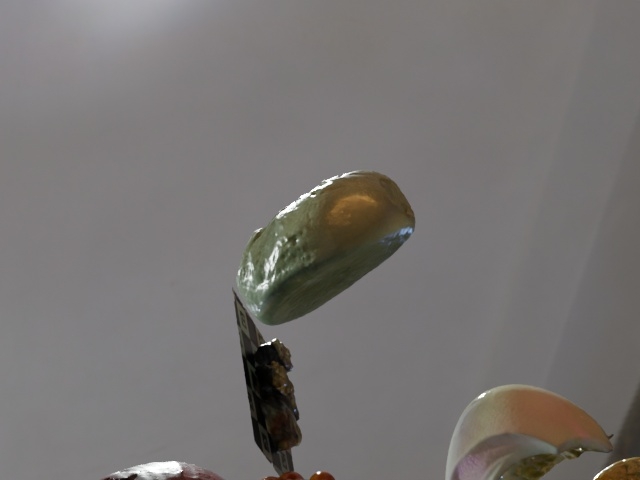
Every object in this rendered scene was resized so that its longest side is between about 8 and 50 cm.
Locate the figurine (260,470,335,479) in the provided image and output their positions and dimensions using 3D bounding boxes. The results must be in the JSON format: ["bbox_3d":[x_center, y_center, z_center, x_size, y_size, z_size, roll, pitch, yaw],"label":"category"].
[{"bbox_3d":[0.025,0.367,1.170,0.224,0.382,0.205,16,-89,-22],"label":"figurine"}]

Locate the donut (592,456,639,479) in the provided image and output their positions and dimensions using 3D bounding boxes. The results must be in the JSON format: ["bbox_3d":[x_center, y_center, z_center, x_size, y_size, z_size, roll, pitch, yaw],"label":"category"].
[{"bbox_3d":[0.446,0.366,1.656,0.162,0.178,0.065,-33,-67,-20],"label":"donut"}]

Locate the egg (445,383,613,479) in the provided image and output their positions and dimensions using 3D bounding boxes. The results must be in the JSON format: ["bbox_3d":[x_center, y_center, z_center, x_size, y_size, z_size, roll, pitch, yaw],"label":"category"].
[{"bbox_3d":[0.261,0.302,1.696,0.271,0.206,0.162,-43,-80,13],"label":"egg"}]

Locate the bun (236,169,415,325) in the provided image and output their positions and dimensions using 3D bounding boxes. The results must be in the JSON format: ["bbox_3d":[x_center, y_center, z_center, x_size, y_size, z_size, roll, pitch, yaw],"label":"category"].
[{"bbox_3d":[0.002,-0.002,1.315,0.221,0.108,0.221,-31,-10,-6],"label":"bun"}]

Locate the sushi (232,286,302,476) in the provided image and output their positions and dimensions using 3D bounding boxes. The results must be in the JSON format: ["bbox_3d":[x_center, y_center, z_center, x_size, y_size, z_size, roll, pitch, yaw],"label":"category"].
[{"bbox_3d":[-0.048,0.183,1.437,0.040,0.210,0.193,-16,-37,7],"label":"sushi"}]

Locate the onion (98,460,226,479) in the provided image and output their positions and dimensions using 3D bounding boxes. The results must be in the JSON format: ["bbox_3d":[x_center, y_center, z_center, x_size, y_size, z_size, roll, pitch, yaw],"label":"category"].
[{"bbox_3d":[-0.199,0.473,1.653,0.341,0.341,0.341,-16,-43,-16],"label":"onion"}]
